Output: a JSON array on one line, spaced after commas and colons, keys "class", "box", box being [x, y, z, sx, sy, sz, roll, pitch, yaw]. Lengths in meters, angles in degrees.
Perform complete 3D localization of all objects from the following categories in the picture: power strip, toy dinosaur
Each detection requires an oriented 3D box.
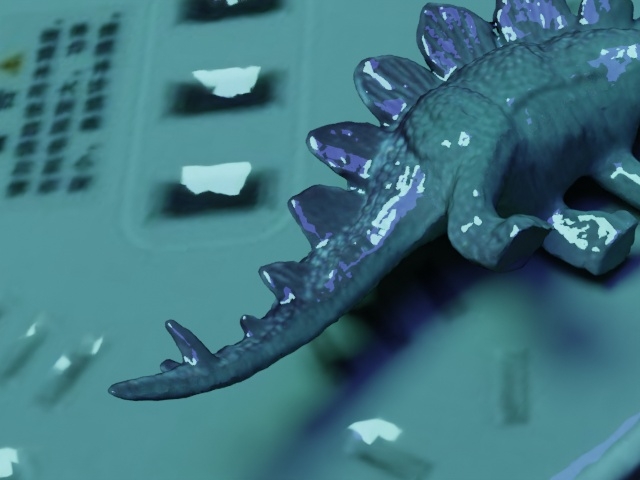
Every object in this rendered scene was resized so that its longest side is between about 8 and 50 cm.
[{"class": "power strip", "box": [0.000, 0.000, 0.557, 0.357, 0.161, 0.357, -8, 53, 10]}, {"class": "toy dinosaur", "box": [0.033, -0.016, 0.433, 0.209, 0.039, 0.082, -34, 51, -23]}]
